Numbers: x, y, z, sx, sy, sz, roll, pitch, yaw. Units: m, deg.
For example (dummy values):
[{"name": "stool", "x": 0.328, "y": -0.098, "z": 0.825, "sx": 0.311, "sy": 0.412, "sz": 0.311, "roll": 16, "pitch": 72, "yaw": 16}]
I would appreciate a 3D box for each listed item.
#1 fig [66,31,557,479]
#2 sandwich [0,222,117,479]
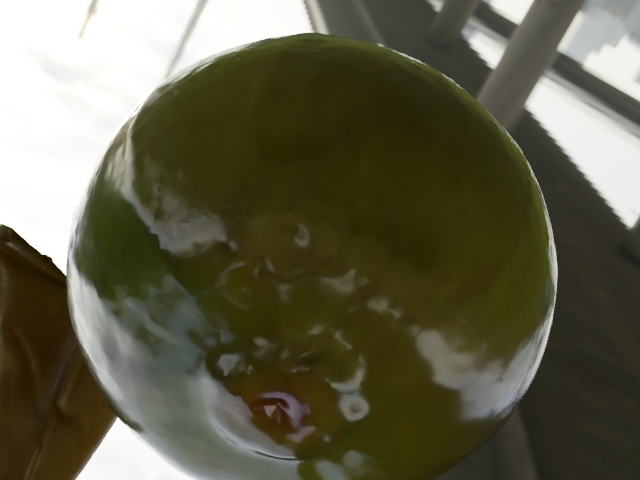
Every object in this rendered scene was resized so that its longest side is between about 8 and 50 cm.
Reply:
[{"name": "fig", "x": -0.005, "y": 0.009, "z": 0.540, "sx": 0.207, "sy": 0.207, "sz": 0.230, "roll": 25, "pitch": -170, "yaw": -11}, {"name": "sandwich", "x": -0.178, "y": 0.085, "z": 0.611, "sx": 0.079, "sy": 0.163, "sz": 0.113, "roll": 7, "pitch": 147, "yaw": 51}]
